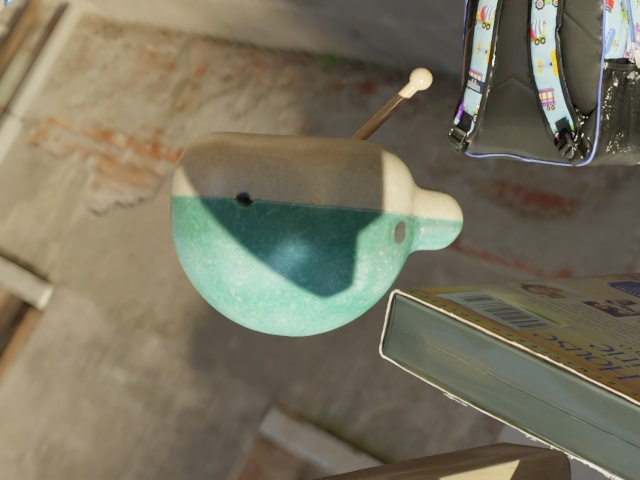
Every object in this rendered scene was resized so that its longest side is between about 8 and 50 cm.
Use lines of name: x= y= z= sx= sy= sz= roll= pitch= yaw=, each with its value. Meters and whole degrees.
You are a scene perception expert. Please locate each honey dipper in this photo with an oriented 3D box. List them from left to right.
honey dipper: x=0.029 y=-0.081 z=1.261 sx=0.030 sy=0.161 sz=0.030 roll=44 pitch=-173 yaw=-7

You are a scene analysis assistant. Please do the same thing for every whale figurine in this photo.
whale figurine: x=0.000 y=0.000 z=1.152 sx=0.216 sy=0.141 sz=0.272 roll=5 pitch=178 yaw=22

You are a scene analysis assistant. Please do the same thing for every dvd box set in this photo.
dvd box set: x=0.299 y=0.103 z=1.253 sx=0.420 sy=0.062 sz=0.307 roll=-2 pitch=-161 yaw=-44

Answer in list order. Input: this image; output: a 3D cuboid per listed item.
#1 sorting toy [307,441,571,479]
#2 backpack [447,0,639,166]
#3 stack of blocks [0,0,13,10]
sorting toy: x=0.030 y=0.194 z=0.411 sx=0.089 sy=0.255 sz=0.257 roll=1 pitch=180 yaw=33
backpack: x=0.184 y=-0.146 z=1.205 sx=0.117 sy=0.173 sz=0.158 roll=-4 pitch=-172 yaw=-39
stack of blocks: x=-0.214 y=-0.267 z=1.094 sx=0.087 sy=0.171 sz=0.297 roll=52 pitch=165 yaw=2
